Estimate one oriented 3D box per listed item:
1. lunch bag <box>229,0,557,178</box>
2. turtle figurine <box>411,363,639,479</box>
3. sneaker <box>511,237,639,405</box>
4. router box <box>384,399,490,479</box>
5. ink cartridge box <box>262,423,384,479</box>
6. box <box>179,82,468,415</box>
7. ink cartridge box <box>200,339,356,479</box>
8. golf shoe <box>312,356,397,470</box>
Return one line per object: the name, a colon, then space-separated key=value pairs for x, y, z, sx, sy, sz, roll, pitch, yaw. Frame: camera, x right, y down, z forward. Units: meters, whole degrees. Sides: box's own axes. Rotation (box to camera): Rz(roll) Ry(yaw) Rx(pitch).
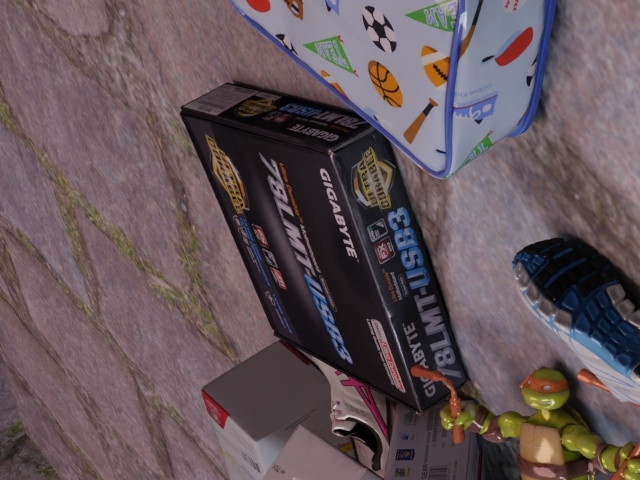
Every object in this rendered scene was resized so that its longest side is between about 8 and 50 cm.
lunch bag: x=0.035 y=-0.199 z=1.022 sx=0.303 sy=0.115 sz=0.243 roll=45 pitch=156 yaw=29
turtle figurine: x=0.190 y=0.198 z=1.210 sx=0.270 sy=0.087 sz=0.217 roll=5 pitch=102 yaw=46
sneaker: x=0.214 y=0.076 z=1.052 sx=0.190 sy=0.071 sz=0.083 roll=45 pitch=160 yaw=31
router box: x=0.118 y=0.374 z=1.334 sx=0.335 sy=0.082 sz=0.301 roll=-76 pitch=-23 yaw=-52
ink cartridge box: x=0.049 y=0.300 z=1.560 sx=0.191 sy=0.082 sz=0.140 roll=41 pitch=171 yaw=-36
box: x=0.000 y=0.000 z=1.402 sx=0.293 sy=0.073 sz=0.295 roll=24 pitch=140 yaw=56
ink cartridge box: x=-0.046 y=0.243 z=1.726 sx=0.128 sy=0.127 sz=0.176 roll=35 pitch=148 yaw=44
golf shoe: x=0.037 y=0.167 z=1.513 sx=0.186 sy=0.086 sz=0.067 roll=45 pitch=155 yaw=34
